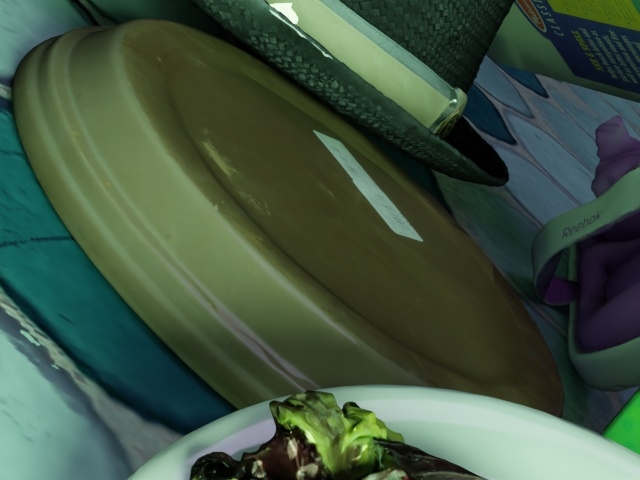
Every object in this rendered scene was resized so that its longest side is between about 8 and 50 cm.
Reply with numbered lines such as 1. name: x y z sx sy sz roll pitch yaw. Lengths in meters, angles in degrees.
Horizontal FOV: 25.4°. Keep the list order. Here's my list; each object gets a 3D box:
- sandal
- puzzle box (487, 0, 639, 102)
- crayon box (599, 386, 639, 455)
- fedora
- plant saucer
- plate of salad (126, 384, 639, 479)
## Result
1. sandal: 0.178 -0.014 0.800 0.102 0.169 0.416 45 5 0
2. puzzle box: 0.098 -0.236 0.836 0.409 0.052 0.272 48 -11 -34
3. crayon box: 0.223 0.062 0.557 0.278 0.165 0.081 -12 53 -42
4. fedora: 0.014 -0.170 0.753 0.334 0.152 0.334 36 9 -6
5. plant saucer: 0.000 0.000 0.582 0.278 0.041 0.278 37 18 -14
6. plate of salad: 0.038 0.098 0.303 0.200 0.048 0.200 9 40 -8
